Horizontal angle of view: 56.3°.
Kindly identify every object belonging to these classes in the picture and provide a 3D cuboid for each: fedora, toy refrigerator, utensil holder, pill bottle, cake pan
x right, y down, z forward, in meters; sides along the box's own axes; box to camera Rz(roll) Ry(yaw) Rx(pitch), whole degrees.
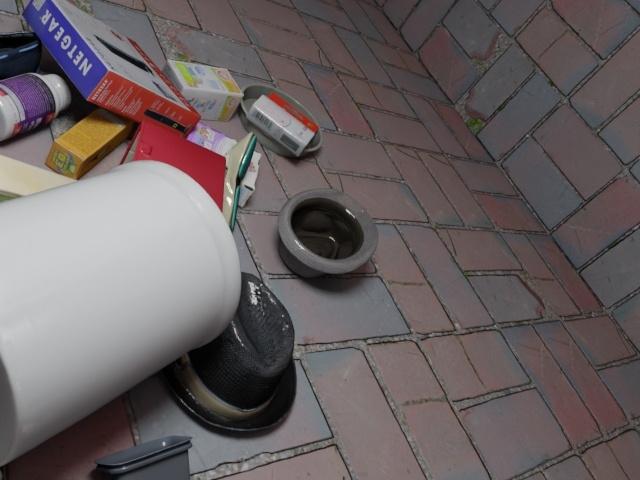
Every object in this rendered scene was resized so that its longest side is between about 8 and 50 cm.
[{"bbox_3d":[0.000,0.000,1.488,0.244,0.124,0.275,45,43,9],"label":"fedora"},{"bbox_3d":[-0.483,-0.055,1.017,0.094,0.102,0.269,55,10,19],"label":"toy refrigerator"},{"bbox_3d":[-0.358,0.083,0.856,0.327,0.328,0.385,47,35,9],"label":"utensil holder"},{"bbox_3d":[-0.611,-0.282,1.231,0.108,0.108,0.193,40,35,-1],"label":"pill bottle"},{"bbox_3d":[-0.146,0.180,1.130,0.334,0.152,0.334,26,38,-22],"label":"fedora"},{"bbox_3d":[-0.127,-0.362,1.825,0.293,0.054,0.293,25,38,-22],"label":"cake pan"}]

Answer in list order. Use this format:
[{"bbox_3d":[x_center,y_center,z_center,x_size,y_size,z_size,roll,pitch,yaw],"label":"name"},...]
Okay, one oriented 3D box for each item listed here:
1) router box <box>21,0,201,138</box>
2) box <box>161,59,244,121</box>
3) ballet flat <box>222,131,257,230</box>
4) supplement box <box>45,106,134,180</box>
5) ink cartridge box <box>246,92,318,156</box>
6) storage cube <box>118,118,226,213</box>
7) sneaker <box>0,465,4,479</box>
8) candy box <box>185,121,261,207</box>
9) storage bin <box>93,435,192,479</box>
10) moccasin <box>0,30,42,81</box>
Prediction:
[{"bbox_3d":[-0.476,-0.400,1.388,0.335,0.082,0.301,48,14,23],"label":"router box"},{"bbox_3d":[-0.331,-0.406,1.635,0.203,0.103,0.114,-6,57,-47],"label":"box"},{"bbox_3d":[-0.215,-0.143,1.397,0.086,0.086,0.249,18,80,-29],"label":"ballet flat"},{"bbox_3d":[-0.494,-0.223,1.304,0.080,0.078,0.233,33,35,-11],"label":"supplement box"},{"bbox_3d":[-0.096,-0.365,1.765,0.189,0.066,0.232,36,39,-6],"label":"ink cartridge box"},{"bbox_3d":[-0.322,-0.097,1.237,0.193,0.184,0.215,23,38,-25],"label":"storage cube"},{"bbox_3d":[-0.446,0.385,0.676,0.118,0.110,0.292,12,35,-24],"label":"sneaker"},{"bbox_3d":[-0.256,-0.195,1.506,0.196,0.070,0.165,26,37,-19],"label":"candy box"},{"bbox_3d":[-0.261,0.356,0.894,0.135,0.098,0.091,-3,82,-46],"label":"storage bin"},{"bbox_3d":[-0.740,-0.397,1.225,0.138,0.117,0.342,46,35,7],"label":"moccasin"}]
